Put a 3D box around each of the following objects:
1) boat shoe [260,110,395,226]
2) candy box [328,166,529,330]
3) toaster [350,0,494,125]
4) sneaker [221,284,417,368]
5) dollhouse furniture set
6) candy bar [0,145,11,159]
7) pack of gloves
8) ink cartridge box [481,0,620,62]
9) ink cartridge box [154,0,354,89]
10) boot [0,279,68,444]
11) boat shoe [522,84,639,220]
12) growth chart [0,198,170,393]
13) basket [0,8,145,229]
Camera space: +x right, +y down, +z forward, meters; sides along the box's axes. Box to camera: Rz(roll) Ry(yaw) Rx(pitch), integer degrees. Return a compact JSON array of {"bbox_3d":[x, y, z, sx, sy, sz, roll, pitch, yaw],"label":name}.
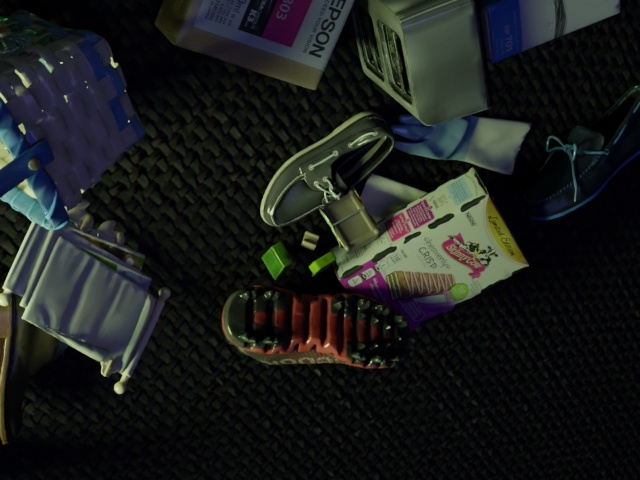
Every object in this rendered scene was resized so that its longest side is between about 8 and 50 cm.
[{"bbox_3d":[0.010,-0.086,1.386,0.206,0.065,0.075,-40,128,0],"label":"boat shoe"},{"bbox_3d":[0.152,0.025,1.491,0.233,0.071,0.159,-31,129,9],"label":"candy box"},{"bbox_3d":[0.121,-0.247,1.282,0.110,0.168,0.186,-24,127,-12],"label":"toaster"},{"bbox_3d":[-0.010,0.122,1.455,0.276,0.135,0.098,9,75,-18],"label":"sneaker"},{"bbox_3d":[0.000,0.000,1.440,0.151,0.076,0.058,-30,173,-21],"label":"dollhouse furniture set"},{"bbox_3d":[-0.324,-0.111,1.228,0.161,0.018,0.040,-30,131,-9],"label":"candy bar"},{"bbox_3d":[0.179,-0.086,1.487,0.232,0.046,0.195,7,115,-31],"label":"pack of gloves"},{"bbox_3d":[0.254,-0.307,1.333,0.190,0.139,0.082,-22,125,-15],"label":"ink cartridge box"},{"bbox_3d":[-0.052,-0.310,1.206,0.193,0.088,0.235,13,111,-31],"label":"ink cartridge box"},{"bbox_3d":[-0.354,0.150,1.325,0.106,0.082,0.219,-5,115,-26],"label":"boot"},{"bbox_3d":[0.380,-0.132,1.544,0.258,0.109,0.089,-42,123,-20],"label":"boat shoe"},{"bbox_3d":[-0.280,0.060,1.310,0.237,0.021,0.172,44,63,-37],"label":"growth chart"},{"bbox_3d":[-0.351,-0.104,1.079,0.289,0.254,0.201,-44,132,-22],"label":"basket"}]
